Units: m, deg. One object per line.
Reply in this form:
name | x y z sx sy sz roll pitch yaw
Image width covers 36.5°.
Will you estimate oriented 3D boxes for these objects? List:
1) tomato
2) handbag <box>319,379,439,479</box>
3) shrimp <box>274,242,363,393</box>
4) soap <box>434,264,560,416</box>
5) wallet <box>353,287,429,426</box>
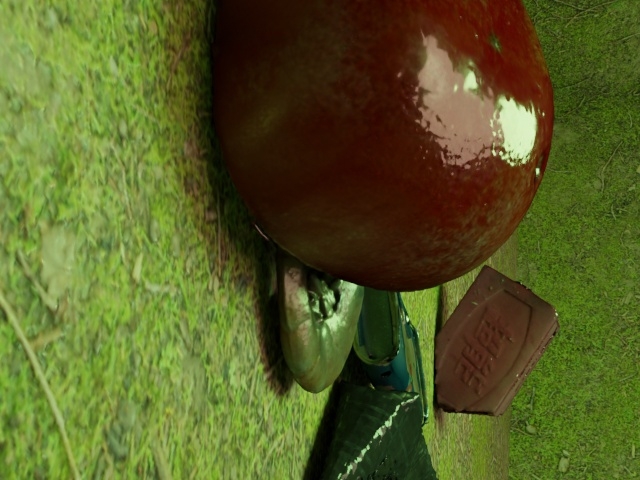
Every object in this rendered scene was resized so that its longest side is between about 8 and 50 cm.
tomato | 0.078 -0.124 0.747 0.338 0.143 0.339 14 72 -46
handbag | 0.052 0.265 0.997 0.270 0.088 0.175 73 31 -43
shrimp | -0.007 0.003 0.827 0.145 0.059 0.255 -12 106 -64
soap | 0.283 0.189 1.650 0.250 0.162 0.099 -57 163 -5
wallet | 0.073 0.115 1.072 0.202 0.059 0.141 65 19 -56
